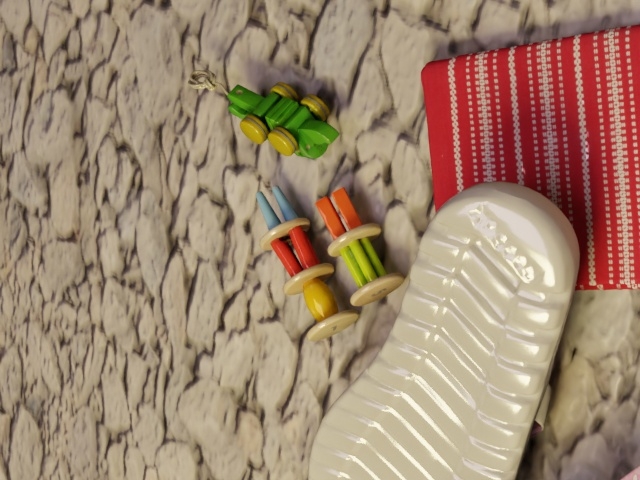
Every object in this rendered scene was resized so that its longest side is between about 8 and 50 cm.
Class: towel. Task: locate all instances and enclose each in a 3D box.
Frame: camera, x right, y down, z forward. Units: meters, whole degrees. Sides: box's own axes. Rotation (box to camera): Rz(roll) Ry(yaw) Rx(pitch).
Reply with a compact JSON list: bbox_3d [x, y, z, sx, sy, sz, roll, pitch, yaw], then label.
[{"bbox_3d":[0.196,-0.059,1.084,0.275,0.031,0.198,-4,93,42],"label":"towel"}]

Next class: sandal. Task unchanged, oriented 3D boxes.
[{"bbox_3d":[0.117,0.124,1.148,0.169,0.102,0.416,36,129,15],"label":"sandal"}]

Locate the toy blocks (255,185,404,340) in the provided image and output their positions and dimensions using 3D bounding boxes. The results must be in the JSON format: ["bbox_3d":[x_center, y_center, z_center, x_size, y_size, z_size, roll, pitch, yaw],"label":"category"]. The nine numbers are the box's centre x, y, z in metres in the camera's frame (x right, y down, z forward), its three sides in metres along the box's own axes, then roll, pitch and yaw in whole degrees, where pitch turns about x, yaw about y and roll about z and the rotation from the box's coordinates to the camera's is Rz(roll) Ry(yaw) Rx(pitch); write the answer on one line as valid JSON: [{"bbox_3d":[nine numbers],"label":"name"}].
[{"bbox_3d":[0.000,0.000,1.263,0.123,0.054,0.148,-42,69,40],"label":"toy blocks"}]

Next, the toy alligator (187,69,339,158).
[{"bbox_3d":[-0.048,-0.113,1.294,0.190,0.056,0.051,26,155,38],"label":"toy alligator"}]

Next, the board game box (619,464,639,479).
[{"bbox_3d":[0.258,0.334,0.972,0.318,0.066,0.318,-39,68,9],"label":"board game box"}]
